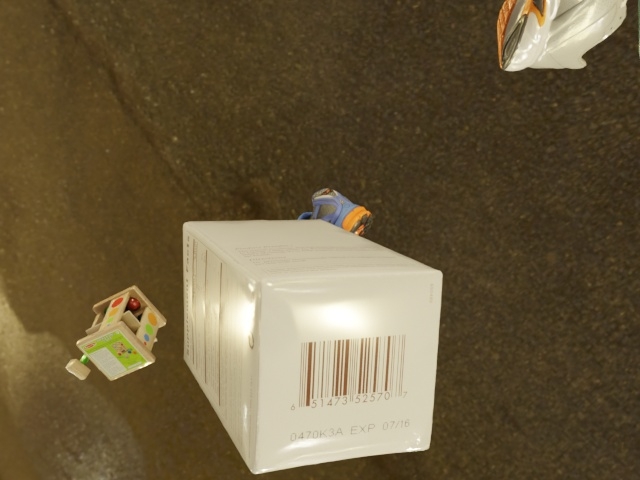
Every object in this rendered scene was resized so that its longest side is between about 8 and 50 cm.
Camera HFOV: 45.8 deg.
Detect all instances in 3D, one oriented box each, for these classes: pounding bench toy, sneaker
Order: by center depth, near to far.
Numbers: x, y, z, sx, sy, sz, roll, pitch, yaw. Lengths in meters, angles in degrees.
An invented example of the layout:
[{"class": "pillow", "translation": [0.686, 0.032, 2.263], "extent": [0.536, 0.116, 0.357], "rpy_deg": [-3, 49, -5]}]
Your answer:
[{"class": "pounding bench toy", "translation": [-0.199, 0.091, 0.723], "extent": [0.083, 0.065, 0.052], "rpy_deg": [-25, 120, 17]}, {"class": "sneaker", "translation": [0.287, -0.283, 0.809], "extent": [0.262, 0.121, 0.099], "rpy_deg": [113, 158, -61]}, {"class": "sneaker", "translation": [0.000, 0.000, 1.100], "extent": [0.087, 0.083, 0.221], "rpy_deg": [48, 140, 12]}]

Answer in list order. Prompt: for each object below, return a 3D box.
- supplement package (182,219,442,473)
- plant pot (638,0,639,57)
[{"class": "supplement package", "translation": [-0.017, 0.051, 0.468], "extent": [0.179, 0.105, 0.105], "rpy_deg": [-152, 62, -66]}, {"class": "plant pot", "translation": [0.552, -0.367, 0.978], "extent": [0.293, 0.293, 0.235], "rpy_deg": [-33, 48, 51]}]
